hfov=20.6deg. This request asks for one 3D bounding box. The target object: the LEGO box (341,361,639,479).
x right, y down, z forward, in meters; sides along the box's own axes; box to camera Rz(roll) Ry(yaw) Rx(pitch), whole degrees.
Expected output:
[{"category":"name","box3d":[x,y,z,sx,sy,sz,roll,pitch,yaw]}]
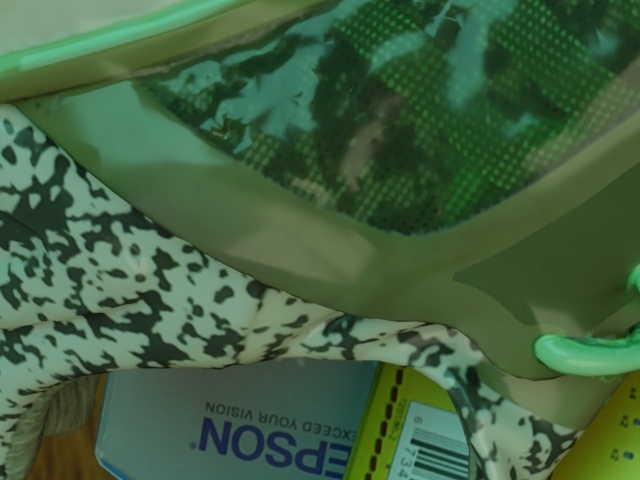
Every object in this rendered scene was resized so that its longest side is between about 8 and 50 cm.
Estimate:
[{"category":"LEGO box","box3d":[0.152,0.136,0.578,0.193,0.372,0.500,15,86,26]}]

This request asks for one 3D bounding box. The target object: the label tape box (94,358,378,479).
[{"category":"label tape box","box3d":[0.000,0.000,0.643,0.115,0.249,0.347,13,100,3]}]

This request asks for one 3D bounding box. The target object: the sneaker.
[{"category":"sneaker","box3d":[0.061,-0.031,0.400,0.410,0.158,0.182,-7,107,21]}]
